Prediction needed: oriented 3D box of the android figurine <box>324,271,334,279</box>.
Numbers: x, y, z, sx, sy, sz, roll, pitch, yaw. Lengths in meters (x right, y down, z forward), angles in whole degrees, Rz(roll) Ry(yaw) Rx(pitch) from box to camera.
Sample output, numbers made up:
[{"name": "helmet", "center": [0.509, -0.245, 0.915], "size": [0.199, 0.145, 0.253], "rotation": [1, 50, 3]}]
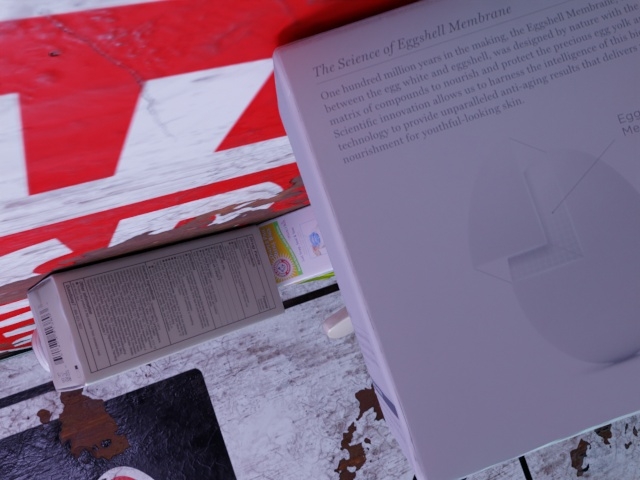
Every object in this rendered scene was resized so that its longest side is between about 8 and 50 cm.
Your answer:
[{"name": "android figurine", "center": [-0.044, 0.064, 1.475], "size": [0.248, 0.056, 0.273], "rotation": [-15, 171, 42]}]

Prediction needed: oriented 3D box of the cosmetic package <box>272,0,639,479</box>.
[{"name": "cosmetic package", "center": [0.114, -0.021, 0.390], "size": [0.224, 0.225, 0.138], "rotation": [-18, 179, -3]}]

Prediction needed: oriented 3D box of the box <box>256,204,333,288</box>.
[{"name": "box", "center": [0.015, -0.006, 1.050], "size": [0.203, 0.103, 0.114], "rotation": [-20, 176, 13]}]

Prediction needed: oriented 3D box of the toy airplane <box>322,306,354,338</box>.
[{"name": "toy airplane", "center": [0.220, 0.027, 1.250], "size": [0.384, 0.272, 0.386], "rotation": [-42, 166, 37]}]

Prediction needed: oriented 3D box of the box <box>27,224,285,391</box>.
[{"name": "box", "center": [-0.217, 0.087, 0.942], "size": [0.311, 0.148, 0.121], "rotation": [-14, 175, -40]}]

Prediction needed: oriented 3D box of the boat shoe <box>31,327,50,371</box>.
[{"name": "boat shoe", "center": [-0.377, 0.142, 1.238], "size": [0.103, 0.118, 0.320], "rotation": [-28, 176, 30]}]
